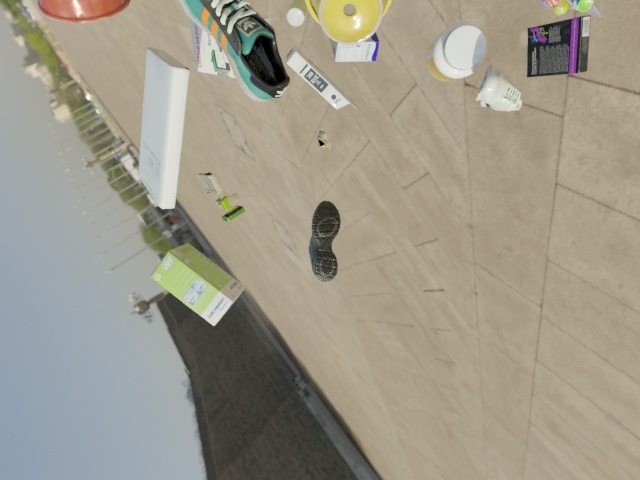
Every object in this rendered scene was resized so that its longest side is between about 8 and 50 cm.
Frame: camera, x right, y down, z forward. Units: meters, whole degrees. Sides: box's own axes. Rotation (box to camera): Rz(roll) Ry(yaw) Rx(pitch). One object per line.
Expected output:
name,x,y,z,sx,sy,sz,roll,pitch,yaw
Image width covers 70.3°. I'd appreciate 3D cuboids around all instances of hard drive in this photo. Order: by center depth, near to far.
hard drive,-0.415,-0.293,1.184,0.233,0.047,0.354,43,127,43

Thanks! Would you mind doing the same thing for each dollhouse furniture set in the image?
dollhouse furniture set,-0.262,-0.128,1.218,0.076,0.058,0.152,12,134,49

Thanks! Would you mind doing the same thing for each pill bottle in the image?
pill bottle,0.367,-0.508,1.231,0.137,0.136,0.246,58,-167,-11

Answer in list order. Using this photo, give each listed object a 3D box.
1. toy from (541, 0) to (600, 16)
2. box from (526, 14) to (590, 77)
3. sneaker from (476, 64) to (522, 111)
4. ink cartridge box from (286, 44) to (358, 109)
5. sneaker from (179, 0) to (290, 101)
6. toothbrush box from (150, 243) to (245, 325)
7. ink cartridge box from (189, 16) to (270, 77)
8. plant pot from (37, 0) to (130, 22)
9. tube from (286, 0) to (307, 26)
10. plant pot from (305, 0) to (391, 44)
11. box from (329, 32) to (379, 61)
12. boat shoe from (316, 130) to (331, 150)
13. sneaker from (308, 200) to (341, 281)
toy,0.705,-0.709,1.342,0.136,0.056,0.237,30,-157,-26
box,0.546,-0.444,1.053,0.162,0.029,0.116,-141,41,-65
sneaker,0.453,-0.372,1.136,0.094,0.090,0.235,30,-159,21
ink cartridge box,0.006,-0.626,1.808,0.332,0.065,0.165,36,-159,-22
sneaker,-0.152,-0.400,0.835,0.302,0.108,0.121,53,162,-25
toothbrush box,-0.437,0.152,1.654,0.283,0.122,0.206,37,-172,-3
ink cartridge box,-0.255,-0.557,1.300,0.219,0.093,0.161,15,127,18
plant pot,-0.724,-0.829,1.316,0.272,0.272,0.265,49,153,26
tube,-0.073,-0.831,1.589,0.062,0.069,0.240,76,-163,-47
plant pot,0.076,-0.655,1.210,0.254,0.253,0.239,70,-165,-45
box,0.106,-0.639,1.456,0.072,0.137,0.126,99,164,-54
boat shoe,0.009,-0.433,2.014,0.050,0.045,0.135,23,167,24
sneaker,0.000,0.000,1.635,0.130,0.108,0.287,-175,91,-70
